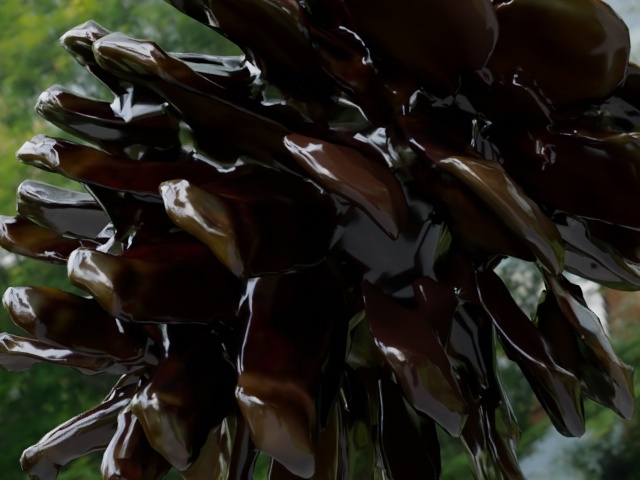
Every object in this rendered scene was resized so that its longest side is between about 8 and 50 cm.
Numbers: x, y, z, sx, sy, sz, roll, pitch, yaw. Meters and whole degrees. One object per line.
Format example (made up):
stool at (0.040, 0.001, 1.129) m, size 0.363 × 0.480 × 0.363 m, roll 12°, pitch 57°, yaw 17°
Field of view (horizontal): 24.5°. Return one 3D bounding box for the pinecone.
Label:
pinecone at (-0.001, 0.005, 0.545) m, size 0.264 × 0.264 × 0.264 m, roll -28°, pitch -17°, yaw -10°
